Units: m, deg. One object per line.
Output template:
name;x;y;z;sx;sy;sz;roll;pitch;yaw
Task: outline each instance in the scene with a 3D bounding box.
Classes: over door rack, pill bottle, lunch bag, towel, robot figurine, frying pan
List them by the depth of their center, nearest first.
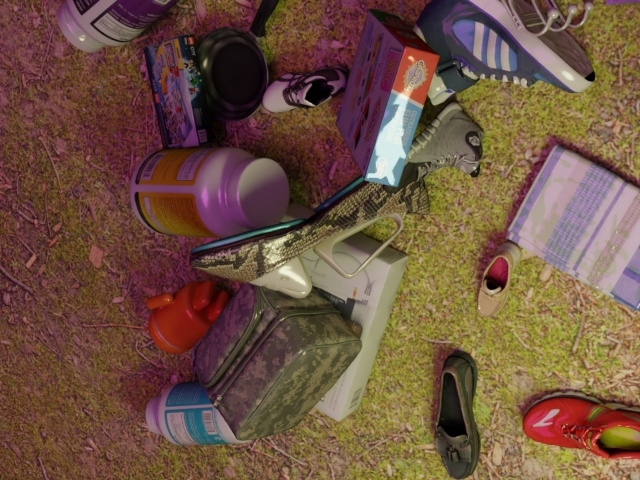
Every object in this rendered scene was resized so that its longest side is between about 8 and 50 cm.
over door rack;0.318;-0.489;1.622;0.324;0.239;0.108;51;122;9
towel;0.496;-0.023;1.754;0.285;0.034;0.209;32;116;19
lunch bag;-0.110;0.216;1.954;0.256;0.212;0.305;53;122;30
pill bottle;-0.228;-0.099;2.016;0.333;0.188;0.188;4;104;44
frying pan;-0.174;-0.409;2.028;0.197;0.053;0.326;22;112;24
pill bottle;-0.411;-0.535;2.058;0.323;0.181;0.182;-29;87;31
robot figurine;-0.303;0.174;2.198;0.219;0.158;0.128;-36;66;31
pill bottle;-0.270;0.393;2.221;0.264;0.146;0.146;-8;98;31

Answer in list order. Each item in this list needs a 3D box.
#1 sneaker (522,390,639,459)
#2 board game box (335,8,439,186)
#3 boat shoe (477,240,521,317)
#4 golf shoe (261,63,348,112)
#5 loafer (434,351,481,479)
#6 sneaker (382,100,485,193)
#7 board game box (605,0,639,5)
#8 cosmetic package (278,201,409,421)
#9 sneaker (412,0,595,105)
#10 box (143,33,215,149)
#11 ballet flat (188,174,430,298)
sneaker;0.500;0.348;1.790;0.279;0.118;0.107;-1;101;30
board game box;0.112;-0.267;1.766;0.064;0.316;0.242;11;113;-14
boat shoe;0.329;0.081;1.847;0.063;0.059;0.170;26;125;22
golf shoe;-0.041;-0.298;1.943;0.198;0.094;0.077;-17;109;26
loafer;0.264;0.360;1.947;0.096;0.084;0.268;4;104;28
sneaker;0.225;-0.145;1.792;0.132;0.229;0.086;40;161;5
board game box;0.568;-0.565;1.577;0.208;0.056;0.347;2;103;25
cosmetic package;-0.007;0.148;2.046;0.284;0.097;0.377;26;114;25
sneaker;0.305;-0.311;1.750;0.323;0.130;0.236;43;127;10
box;-0.306;-0.316;2.099;0.159;0.044;0.233;1;104;53
ballet flat;0.000;0.000;1.843;0.482;0.164;0.182;-26;92;-12
